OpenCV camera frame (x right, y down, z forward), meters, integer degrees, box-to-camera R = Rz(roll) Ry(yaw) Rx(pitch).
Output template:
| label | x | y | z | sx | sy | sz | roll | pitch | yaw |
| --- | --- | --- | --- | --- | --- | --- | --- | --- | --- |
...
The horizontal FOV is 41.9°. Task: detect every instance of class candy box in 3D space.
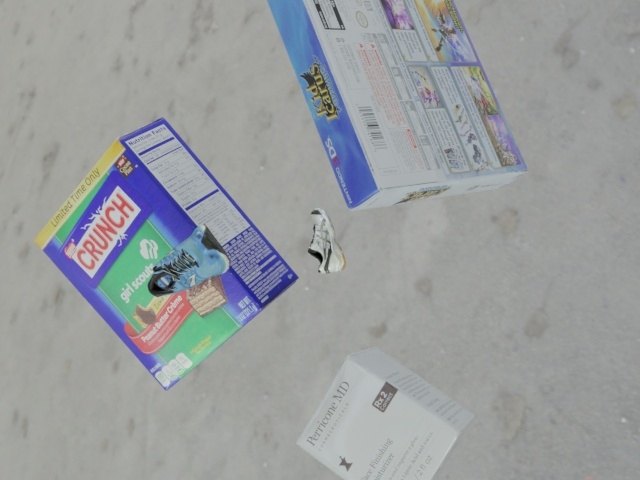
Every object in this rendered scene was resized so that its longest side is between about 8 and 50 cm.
| label | x | y | z | sx | sy | sz | roll | pitch | yaw |
| --- | --- | --- | --- | --- | --- | --- | --- | --- | --- |
| candy box | -0.237 | 0.025 | 1.258 | 0.317 | 0.122 | 0.268 | 50 | 125 | 1 |

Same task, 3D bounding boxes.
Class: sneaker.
| label | x | y | z | sx | sy | sz | roll | pitch | yaw |
| --- | --- | --- | --- | --- | --- | --- | --- | --- | --- |
| sneaker | -0.166 | 0.036 | 1.022 | 0.063 | 0.073 | 0.162 | 53 | 145 | 2 |
| sneaker | 0.000 | 0.000 | 0.973 | 0.032 | 0.037 | 0.083 | 95 | 155 | -64 |

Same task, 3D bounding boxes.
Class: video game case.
| label | x | y | z | sx | sy | sz | roll | pitch | yaw |
| --- | --- | --- | --- | --- | --- | --- | --- | --- | --- |
| video game case | 0.089 | -0.175 | 0.936 | 0.061 | 0.244 | 0.270 | -35 | 71 | 48 |

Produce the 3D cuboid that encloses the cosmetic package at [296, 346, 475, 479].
| label | x | y | z | sx | sy | sz | roll | pitch | yaw |
| --- | --- | --- | --- | --- | --- | --- | --- | --- | --- |
| cosmetic package | 0.095 | 0.267 | 1.184 | 0.183 | 0.151 | 0.151 | 32 | 97 | 17 |
